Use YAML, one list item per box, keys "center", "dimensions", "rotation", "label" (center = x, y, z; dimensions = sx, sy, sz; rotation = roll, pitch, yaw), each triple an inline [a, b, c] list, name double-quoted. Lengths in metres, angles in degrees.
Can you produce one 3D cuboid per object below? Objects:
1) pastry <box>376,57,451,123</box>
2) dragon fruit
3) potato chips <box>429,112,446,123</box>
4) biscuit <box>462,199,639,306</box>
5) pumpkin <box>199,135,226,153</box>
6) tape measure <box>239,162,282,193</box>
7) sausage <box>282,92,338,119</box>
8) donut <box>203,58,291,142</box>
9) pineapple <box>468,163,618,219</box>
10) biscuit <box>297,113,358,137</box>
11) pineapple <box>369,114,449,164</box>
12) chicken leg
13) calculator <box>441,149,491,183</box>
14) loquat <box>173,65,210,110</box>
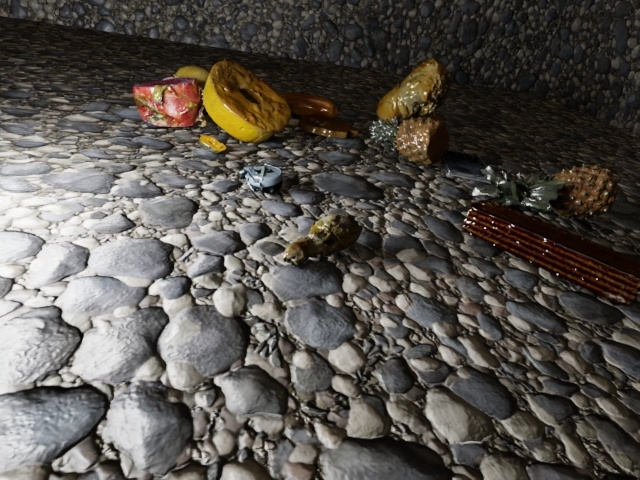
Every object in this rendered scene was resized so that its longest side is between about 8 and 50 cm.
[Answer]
- center: [0.368, -0.535, 1.790]
  dimensions: [0.162, 0.311, 0.255]
  rotation: [55, 21, 8]
  label: "pastry"
- center: [-0.453, -0.421, 1.447]
  dimensions: [0.211, 0.147, 0.282]
  rotation: [-7, 24, -4]
  label: "dragon fruit"
- center: [0.433, -0.524, 2.023]
  dimensions: [0.208, 0.061, 0.195]
  rotation: [14, 34, 4]
  label: "potato chips"
- center: [0.508, 0.014, 1.045]
  dimensions: [0.388, 0.073, 0.107]
  rotation: [31, 33, 32]
  label: "biscuit"
- center: [-0.305, -0.264, 1.318]
  dimensions: [0.083, 0.028, 0.050]
  rotation: [32, 35, 19]
  label: "pumpkin"
- center: [-0.137, -0.151, 1.141]
  dimensions: [0.091, 0.054, 0.094]
  rotation: [-19, 37, -33]
  label: "tape measure"
- center: [-0.045, -0.517, 1.810]
  dimensions: [0.238, 0.098, 0.098]
  rotation: [18, 29, 14]
  label: "sausage"
- center: [-0.232, -0.417, 1.440]
  dimensions: [0.278, 0.108, 0.277]
  rotation: [24, 47, -28]
  label: "donut"
- center: [0.609, -0.130, 1.291]
  dimensions: [0.365, 0.165, 0.165]
  rotation: [-1, 29, -3]
  label: "pineapple"
- center: [0.032, -0.404, 1.690]
  dimensions: [0.215, 0.034, 0.182]
  rotation: [15, 29, 3]
  label: "biscuit"
- center: [0.280, -0.343, 1.570]
  dimensions: [0.279, 0.157, 0.158]
  rotation: [21, 28, 40]
  label: "pineapple"
- center: [-0.001, 0.002, 0.908]
  dimensions: [0.085, 0.069, 0.198]
  rotation: [47, 47, 14]
  label: "chicken leg"
- center: [0.492, -0.261, 1.602]
  dimensions: [0.161, 0.021, 0.261]
  rotation: [11, 28, 2]
  label: "calculator"
- center: [-0.424, -0.531, 1.647]
  dimensions: [0.172, 0.149, 0.205]
  rotation: [26, 20, 35]
  label: "loquat"
